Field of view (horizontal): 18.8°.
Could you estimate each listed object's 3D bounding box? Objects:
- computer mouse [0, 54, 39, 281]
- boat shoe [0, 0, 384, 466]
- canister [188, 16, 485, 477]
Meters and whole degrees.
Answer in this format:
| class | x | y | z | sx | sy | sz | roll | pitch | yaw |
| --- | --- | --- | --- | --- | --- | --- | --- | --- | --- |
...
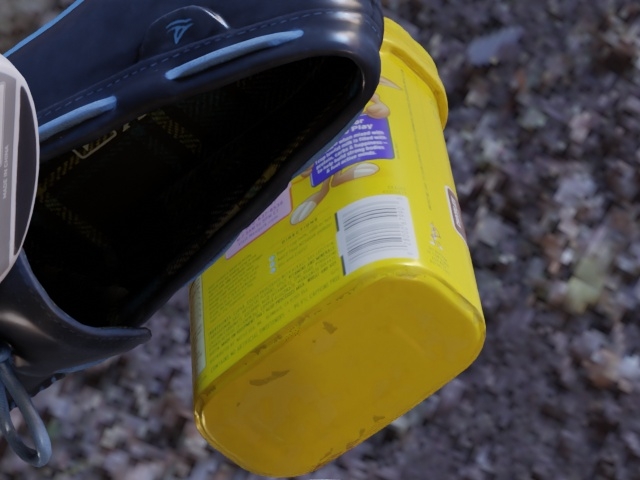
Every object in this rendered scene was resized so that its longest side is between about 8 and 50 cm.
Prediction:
| class | x | y | z | sx | sy | sz | roll | pitch | yaw |
| --- | --- | --- | --- | --- | --- | --- | --- | --- | --- |
| computer mouse | -0.127 | 0.001 | 0.405 | 0.042 | 0.193 | 0.106 | 13 | 108 | 24 |
| boat shoe | -0.090 | -0.004 | 0.589 | 0.258 | 0.109 | 0.089 | -46 | 35 | 18 |
| canister | 0.000 | 0.000 | 0.786 | 0.126 | 0.073 | 0.170 | -36 | 33 | 21 |
